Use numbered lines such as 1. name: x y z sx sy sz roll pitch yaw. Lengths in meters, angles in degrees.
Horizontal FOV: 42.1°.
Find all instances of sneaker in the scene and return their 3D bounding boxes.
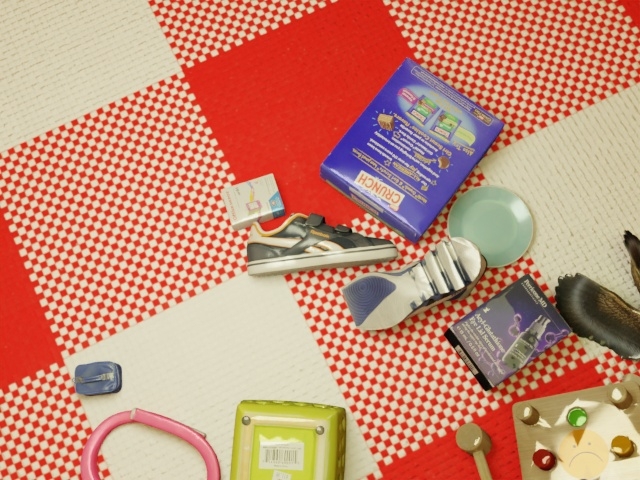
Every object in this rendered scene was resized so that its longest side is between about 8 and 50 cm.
1. sneaker: 0.220 0.099 1.740 0.316 0.182 0.127 -25 72 25
2. sneaker: 0.000 0.000 1.766 0.321 0.126 0.127 -5 81 1

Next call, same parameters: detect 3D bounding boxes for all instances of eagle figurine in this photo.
1. eagle figurine: 0.668 0.147 1.711 0.226 0.225 0.298 0 34 -39

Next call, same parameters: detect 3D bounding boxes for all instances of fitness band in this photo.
1. fitness band: -0.343 0.462 1.688 0.291 0.054 0.209 19 77 7

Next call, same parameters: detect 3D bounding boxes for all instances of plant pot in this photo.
1. plant pot: -0.066 0.422 1.615 0.228 0.207 0.227 3 76 3

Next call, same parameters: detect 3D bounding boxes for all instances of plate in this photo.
1. plate: 0.370 -0.029 1.820 0.188 0.024 0.188 0 75 2

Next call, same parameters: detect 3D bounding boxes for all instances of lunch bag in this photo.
1. lunch bag: -0.466 0.286 1.729 0.099 0.065 0.067 -8 75 -2

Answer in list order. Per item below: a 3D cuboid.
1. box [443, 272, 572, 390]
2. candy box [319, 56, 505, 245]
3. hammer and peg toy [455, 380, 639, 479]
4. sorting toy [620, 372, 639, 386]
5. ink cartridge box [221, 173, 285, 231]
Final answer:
1. box: 0.384 0.190 1.719 0.207 0.108 0.153 -35 77 -7
2. candy box: 0.196 -0.192 1.816 0.268 0.122 0.317 37 78 9
3. hammer and peg toy: 0.460 0.433 1.608 0.361 0.127 0.265 -18 57 25
4. sorting toy: 0.695 0.432 1.660 0.256 0.089 0.257 26 77 7
5. ink cartridge box: -0.148 -0.083 1.828 0.123 0.052 0.088 -18 76 -3
